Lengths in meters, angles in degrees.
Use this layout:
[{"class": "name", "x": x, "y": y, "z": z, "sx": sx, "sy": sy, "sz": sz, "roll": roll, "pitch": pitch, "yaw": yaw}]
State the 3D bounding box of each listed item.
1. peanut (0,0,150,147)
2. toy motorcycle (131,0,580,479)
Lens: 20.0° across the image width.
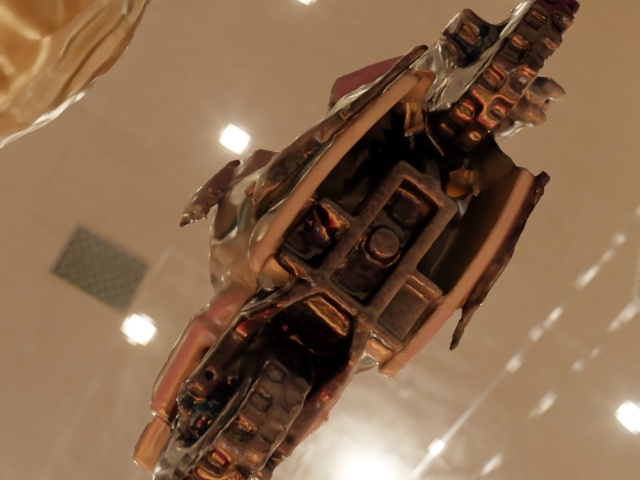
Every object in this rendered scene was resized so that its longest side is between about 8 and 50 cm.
[{"class": "peanut", "x": -0.113, "y": -0.095, "z": 0.328, "sx": 0.149, "sy": 0.149, "sz": 0.313, "roll": 56, "pitch": -174, "yaw": 24}, {"class": "toy motorcycle", "x": 0.005, "y": 0.004, "z": 0.736, "sx": 0.239, "sy": 0.204, "sz": 0.108, "roll": -38, "pitch": -81, "yaw": -11}]
